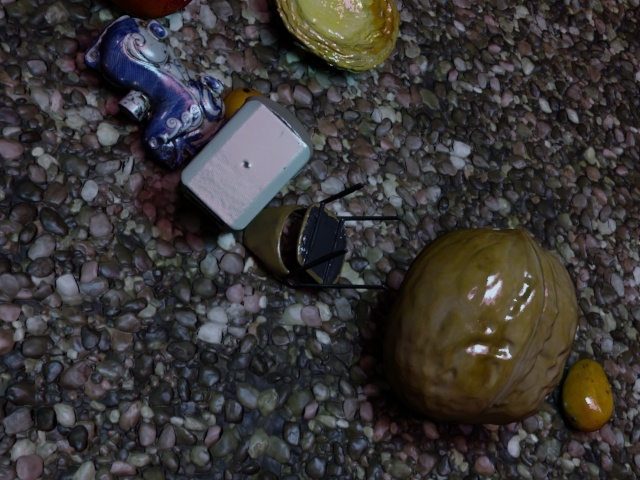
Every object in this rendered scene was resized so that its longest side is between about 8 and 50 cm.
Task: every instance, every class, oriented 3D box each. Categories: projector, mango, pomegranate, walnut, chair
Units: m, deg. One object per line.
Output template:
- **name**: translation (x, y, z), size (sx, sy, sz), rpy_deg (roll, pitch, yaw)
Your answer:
- **projector**: translation (-0.135, -0.139, 1.903), size (0.163, 0.177, 0.242), rpy_deg (42, 84, -7)
- **mango**: translation (0.560, 0.323, 2.192), size (0.115, 0.089, 0.165), rpy_deg (12, 62, -26)
- **mango**: translation (-0.127, -0.216, 2.038), size (0.115, 0.090, 0.178), rpy_deg (-31, 90, -22)
- **pomegranate**: translation (-0.336, -0.534, 1.994), size (0.235, 0.210, 0.210), rpy_deg (28, 55, 17)
- **walnut**: translation (0.296, 0.163, 1.956), size (0.354, 0.308, 0.397), rpy_deg (22, 97, -38)
- **chair**: translation (0.000, 0.000, 1.974), size (0.172, 0.247, 0.158), rpy_deg (39, 54, -38)

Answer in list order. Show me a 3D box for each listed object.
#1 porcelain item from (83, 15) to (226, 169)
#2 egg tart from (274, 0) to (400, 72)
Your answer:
- **porcelain item**: translation (-0.313, -0.278, 1.950), size (0.288, 0.138, 0.186), rpy_deg (44, 73, -12)
- **egg tart**: translation (0.028, -0.478, 2.213), size (0.294, 0.123, 0.294), rpy_deg (8, 70, -23)
